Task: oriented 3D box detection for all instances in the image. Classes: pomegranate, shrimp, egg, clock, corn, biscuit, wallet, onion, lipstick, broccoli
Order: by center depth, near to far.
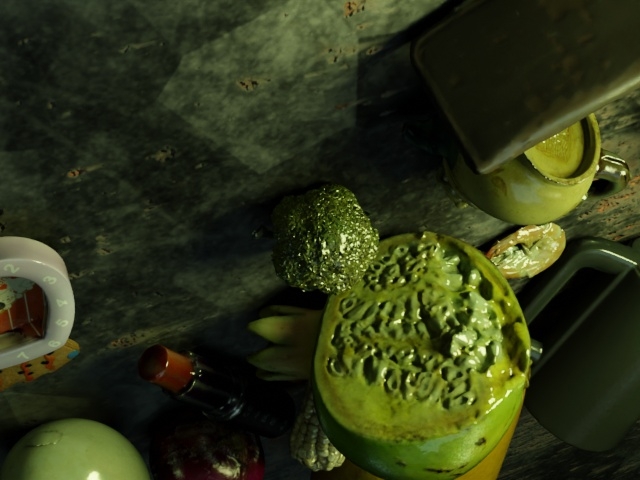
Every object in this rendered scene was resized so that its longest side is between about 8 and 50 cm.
[{"bbox_3d":[0.249,-0.204,0.991,0.310,0.165,0.042,-30,171,7],"label":"wallet"},{"bbox_3d":[-0.343,0.069,1.070,0.198,0.064,0.172,-39,142,20],"label":"clock"},{"bbox_3d":[0.000,0.000,1.150,0.131,0.130,0.120,-47,-168,-13],"label":"broccoli"},{"bbox_3d":[-0.352,0.140,1.197,0.130,0.019,0.119,-10,143,-21],"label":"biscuit"},{"bbox_3d":[0.092,0.158,1.284,0.359,0.309,0.216,2,154,20],"label":"pomegranate"},{"bbox_3d":[-0.318,0.332,1.321,0.187,0.186,0.253,-23,143,-1],"label":"egg"},{"bbox_3d":[-0.137,0.202,1.351,0.081,0.081,0.300,-35,144,15],"label":"lipstick"},{"bbox_3d":[0.260,0.020,1.384,0.180,0.041,0.099,-10,141,-19],"label":"shrimp"},{"bbox_3d":[0.010,0.223,1.425,0.087,0.087,0.210,4,101,-34],"label":"corn"},{"bbox_3d":[-0.176,0.343,1.466,0.173,0.135,0.198,12,135,-32],"label":"onion"}]

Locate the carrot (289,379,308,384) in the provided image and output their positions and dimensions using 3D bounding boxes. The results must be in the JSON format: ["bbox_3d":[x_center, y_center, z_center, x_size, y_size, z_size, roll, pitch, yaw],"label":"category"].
[{"bbox_3d":[-0.040,0.185,1.431,0.035,0.035,0.142,-30,152,8],"label":"carrot"}]

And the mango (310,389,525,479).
[{"bbox_3d":[0.154,0.314,1.550,0.300,0.232,0.445,8,128,-33],"label":"mango"}]

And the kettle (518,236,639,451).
[{"bbox_3d":[0.440,0.137,1.556,0.203,0.262,0.308,-39,162,-52],"label":"kettle"}]

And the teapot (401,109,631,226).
[{"bbox_3d":[0.216,-0.092,1.123,0.270,0.173,0.183,16,160,-26],"label":"teapot"}]
